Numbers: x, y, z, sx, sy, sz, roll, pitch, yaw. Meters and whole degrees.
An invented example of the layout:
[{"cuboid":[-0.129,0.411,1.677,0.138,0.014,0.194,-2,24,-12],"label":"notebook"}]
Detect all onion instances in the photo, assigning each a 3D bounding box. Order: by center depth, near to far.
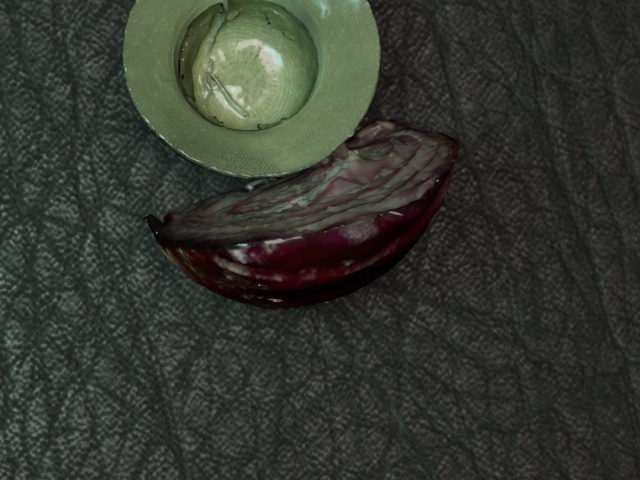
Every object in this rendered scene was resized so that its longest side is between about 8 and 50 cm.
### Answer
[{"cuboid":[0.000,0.000,1.704,0.314,0.280,0.146,-18,108,-7],"label":"onion"}]

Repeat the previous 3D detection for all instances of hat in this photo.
[{"cuboid":[-0.074,-0.172,1.764,0.257,0.130,0.257,2,78,-8],"label":"hat"}]
